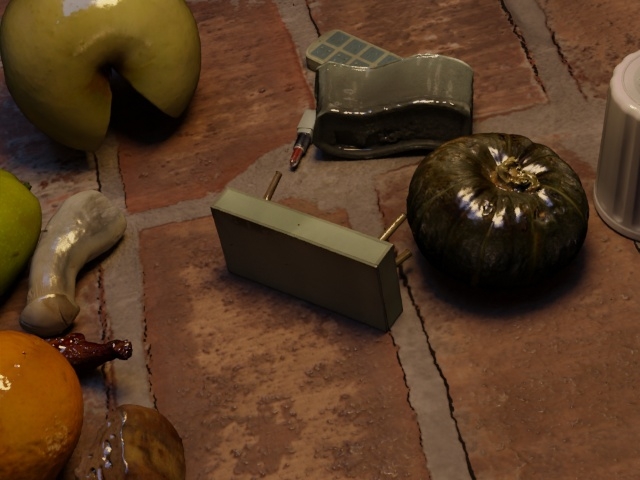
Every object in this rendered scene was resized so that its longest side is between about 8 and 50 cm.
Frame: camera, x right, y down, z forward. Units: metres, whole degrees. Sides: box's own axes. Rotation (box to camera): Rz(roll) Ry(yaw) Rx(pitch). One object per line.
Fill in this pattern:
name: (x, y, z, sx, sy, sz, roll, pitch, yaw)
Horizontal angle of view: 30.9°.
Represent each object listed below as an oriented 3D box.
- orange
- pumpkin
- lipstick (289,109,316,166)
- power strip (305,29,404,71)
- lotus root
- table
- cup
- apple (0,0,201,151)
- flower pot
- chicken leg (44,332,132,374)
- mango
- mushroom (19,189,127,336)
orange: (-0.368, 0.199, 1.266, 0.219, 0.193, 0.219, -10, 1, 0)
pumpkin: (0.215, -0.040, 1.411, 0.224, 0.157, 0.223, 2, 47, -3)
lipstick: (-0.024, -0.143, 1.649, 0.025, 0.025, 0.107, 7, 48, 19)
power strip: (0.071, -0.259, 1.739, 0.227, 0.029, 0.080, 30, 58, 33)
lotus root: (-0.197, 0.259, 1.239, 0.095, 0.135, 0.159, 22, 67, 27)
table: (0.000, 0.000, 1.439, 0.240, 0.121, 0.111, 20, 53, 27)
cup: (0.444, -0.134, 1.424, 0.221, 0.202, 0.167, -34, 52, -19)
apple: (-0.319, -0.277, 1.682, 0.292, 0.292, 0.254, -21, 39, -9)
flower pot: (0.100, -0.185, 1.612, 0.229, 0.103, 0.108, -3, 47, 8)
chicken leg: (-0.317, 0.140, 1.401, 0.205, 0.093, 0.053, -11, 83, 7)
mango: (-0.472, 0.031, 1.491, 0.175, 0.143, 0.293, 2, 53, 46)
mushroom: (-0.330, 0.027, 1.507, 0.081, 0.092, 0.223, -37, 24, 41)
